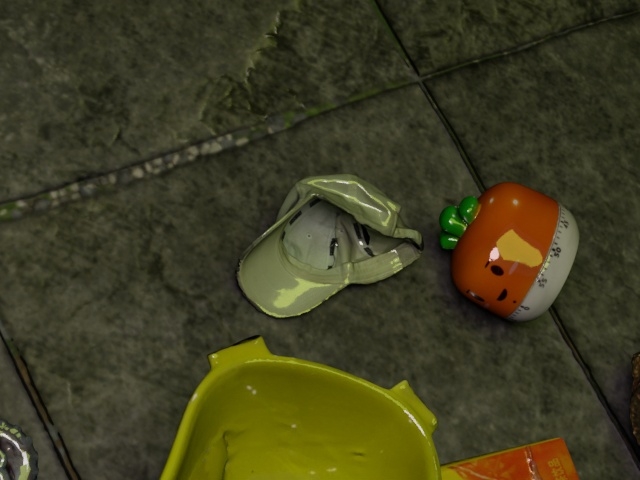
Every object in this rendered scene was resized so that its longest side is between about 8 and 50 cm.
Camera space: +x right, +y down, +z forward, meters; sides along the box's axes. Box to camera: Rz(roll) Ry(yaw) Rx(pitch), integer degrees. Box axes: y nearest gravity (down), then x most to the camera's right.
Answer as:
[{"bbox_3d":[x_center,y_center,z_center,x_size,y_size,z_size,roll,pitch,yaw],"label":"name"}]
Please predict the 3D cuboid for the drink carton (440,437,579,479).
[{"bbox_3d":[0.052,0.269,1.254,0.351,0.111,0.155,-10,68,-28],"label":"drink carton"}]

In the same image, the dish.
[{"bbox_3d":[-0.028,0.213,1.114,0.221,0.108,0.262,18,58,-14],"label":"dish"}]

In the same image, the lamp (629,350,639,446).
[{"bbox_3d":[0.413,0.131,1.464,0.274,0.177,0.177,-17,73,-29],"label":"lamp"}]

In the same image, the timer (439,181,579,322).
[{"bbox_3d":[0.165,0.002,1.450,0.136,0.099,0.136,20,48,-24],"label":"timer"}]

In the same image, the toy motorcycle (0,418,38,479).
[{"bbox_3d":[-0.269,0.236,1.129,0.130,0.094,0.229,45,64,-3],"label":"toy motorcycle"}]

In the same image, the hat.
[{"bbox_3d":[-0.001,0.004,1.398,0.166,0.081,0.122,-37,123,-20],"label":"hat"}]
